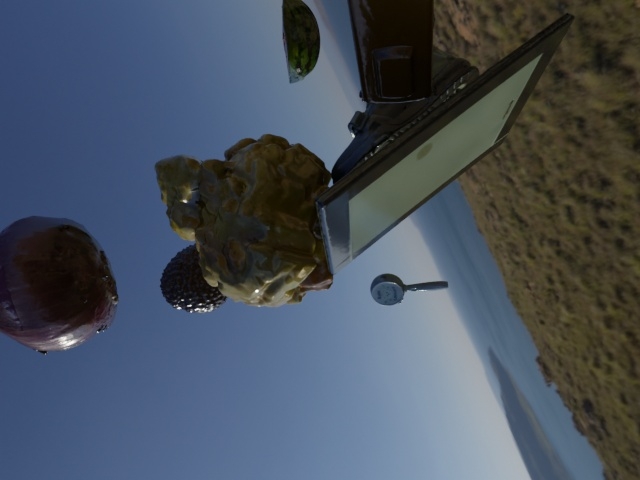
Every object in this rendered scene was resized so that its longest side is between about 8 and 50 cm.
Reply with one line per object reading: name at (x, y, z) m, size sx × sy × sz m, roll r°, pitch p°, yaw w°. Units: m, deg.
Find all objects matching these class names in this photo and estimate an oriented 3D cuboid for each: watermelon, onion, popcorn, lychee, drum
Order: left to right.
onion at (-0.697, 0.114, 1.138) m, size 0.348 × 0.386 × 0.347 m, roll 166°, pitch 90°, yaw -78°
lychee at (-0.433, 0.128, 1.709) m, size 0.267 × 0.268 × 0.267 m, roll 61°, pitch -168°, yaw -22°
popcorn at (-0.107, -0.041, 0.753) m, size 0.332 × 0.264 × 0.225 m, roll 33°, pitch -167°, yaw 1°
watermelon at (-0.035, -0.376, 0.893) m, size 0.087 × 0.069 × 0.163 m, roll -106°, pitch 11°, yaw -63°
drum at (0.295, 0.177, 1.612) m, size 0.049 × 0.253 × 0.130 m, roll -77°, pitch -7°, yaw -56°

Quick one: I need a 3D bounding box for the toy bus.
toy bus at (0.085, -0.253, 0.545) m, size 0.201 × 0.098 × 0.114 m, roll 68°, pitch -156°, yaw -60°

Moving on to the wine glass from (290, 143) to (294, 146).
wine glass at (-0.146, -0.210, 1.330) m, size 0.066 × 0.198 × 0.066 m, roll 39°, pitch 145°, yaw 34°

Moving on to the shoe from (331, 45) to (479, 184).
shoe at (0.104, -0.208, 0.776) m, size 0.149 × 0.293 × 0.109 m, roll 47°, pitch 177°, yaw 26°

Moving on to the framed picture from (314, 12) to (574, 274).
framed picture at (0.140, -0.096, 0.598) m, size 0.016 × 0.347 × 0.265 m, roll 50°, pitch 172°, yaw 18°
